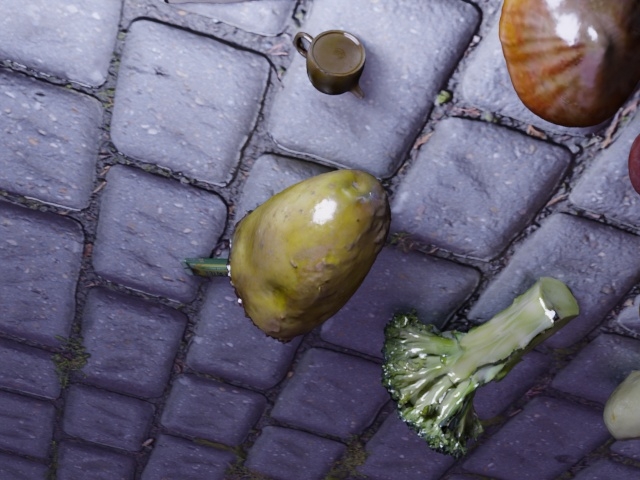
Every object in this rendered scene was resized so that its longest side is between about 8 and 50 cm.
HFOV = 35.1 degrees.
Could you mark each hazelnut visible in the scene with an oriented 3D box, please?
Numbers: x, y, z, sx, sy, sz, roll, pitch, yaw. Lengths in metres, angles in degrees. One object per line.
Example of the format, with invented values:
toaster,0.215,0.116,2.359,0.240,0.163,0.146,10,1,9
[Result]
hazelnut,0.297,-0.231,1.126,0.186,0.210,0.210,-16,158,-33

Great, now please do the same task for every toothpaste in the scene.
toothpaste,-0.147,0.047,1.762,0.204,0.031,0.049,0,143,19

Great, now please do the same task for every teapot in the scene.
teapot,0.011,-0.228,1.313,0.121,0.076,0.068,37,154,10

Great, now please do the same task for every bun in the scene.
bun,0.612,0.282,1.810,0.223,0.127,0.222,-14,162,-4

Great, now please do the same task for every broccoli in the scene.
broccoli,0.265,0.178,1.737,0.221,0.252,0.361,30,106,-29

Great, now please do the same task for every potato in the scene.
potato,0.000,0.000,1.509,0.229,0.229,0.266,27,145,-20

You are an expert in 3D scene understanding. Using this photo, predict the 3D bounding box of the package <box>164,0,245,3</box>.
package,-0.122,-0.361,1.177,0.204,0.062,0.250,4,148,12

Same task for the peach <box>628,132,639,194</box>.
peach,0.477,-0.092,1.309,0.152,0.152,0.152,7,144,5
